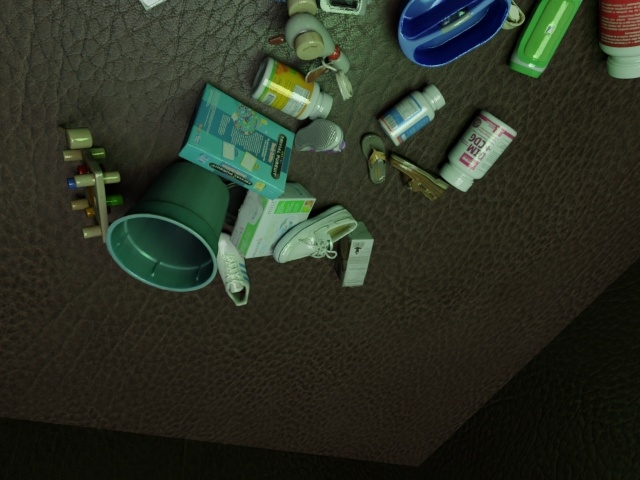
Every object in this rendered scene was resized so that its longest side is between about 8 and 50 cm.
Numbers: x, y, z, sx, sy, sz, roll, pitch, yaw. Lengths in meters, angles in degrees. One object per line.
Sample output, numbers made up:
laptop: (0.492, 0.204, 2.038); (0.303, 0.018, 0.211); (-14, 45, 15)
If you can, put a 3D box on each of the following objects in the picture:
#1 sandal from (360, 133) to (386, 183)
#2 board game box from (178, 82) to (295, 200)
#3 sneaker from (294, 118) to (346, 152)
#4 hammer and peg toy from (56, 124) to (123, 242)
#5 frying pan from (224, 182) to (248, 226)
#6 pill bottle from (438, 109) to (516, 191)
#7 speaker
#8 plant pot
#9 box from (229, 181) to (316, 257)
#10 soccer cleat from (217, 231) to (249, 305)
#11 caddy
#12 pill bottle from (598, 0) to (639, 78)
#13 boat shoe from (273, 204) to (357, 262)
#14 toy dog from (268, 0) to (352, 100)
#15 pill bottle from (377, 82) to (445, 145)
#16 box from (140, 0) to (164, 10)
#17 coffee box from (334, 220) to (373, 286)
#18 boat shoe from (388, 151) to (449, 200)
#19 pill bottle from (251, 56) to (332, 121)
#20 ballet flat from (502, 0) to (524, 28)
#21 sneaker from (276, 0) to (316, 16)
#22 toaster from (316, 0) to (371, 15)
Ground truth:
sandal: (0.211, -0.304, 1.694); (0.090, 0.060, 0.219); (-15, 127, -4)
board game box: (-0.259, -0.314, 1.444); (0.336, 0.254, 0.079); (25, 146, -28)
sneaker: (0.038, -0.347, 1.504); (0.161, 0.282, 0.102); (2, 99, -27)
hammer and peg toy: (-0.724, -0.207, 1.409); (0.127, 0.266, 0.361); (-14, 129, -33)
frying pan: (-0.362, -0.152, 1.655); (0.326, 0.053, 0.197); (14, 119, -21)
pill bottle: (0.596, -0.339, 1.709); (0.160, 0.160, 0.283); (21, 117, -27)
speaker: (0.764, -0.719, 1.510); (0.131, 0.131, 0.296); (8, 122, -20)
plant pot: (-0.465, -0.065, 1.476); (0.341, 0.334, 0.341); (5, 134, 5)
box: (-0.181, -0.082, 1.656); (0.231, 0.127, 0.262); (-6, 132, -48)
soccer cleat: (-0.351, 0.120, 1.792); (0.116, 0.143, 0.331); (-16, 127, -4)
caddy: (0.399, -0.692, 1.360); (0.341, 0.179, 0.241); (-25, 129, 23)
pill bottle: (1.066, -0.774, 1.487); (0.229, 0.229, 0.408); (-24, 127, 3)
boat shoe: (0.000, 0.005, 1.704); (0.367, 0.156, 0.136); (-31, 148, -30)
toy dog: (-0.034, -0.569, 1.337); (0.161, 0.220, 0.333); (-12, 151, 22)
pill bottle: (0.326, -0.451, 1.583); (0.221, 0.124, 0.124); (-35, 126, 11)
box: (-0.468, -0.785, 1.159); (0.169, 0.087, 0.290); (-27, 126, 5)
coffee box: (0.137, 0.059, 1.882); (0.098, 0.141, 0.246); (-2, 126, -15)
boat shoe: (0.377, -0.241, 1.752); (0.307, 0.111, 0.104); (23, 114, -27)
pill bottle: (-0.089, -0.478, 1.445); (0.245, 0.136, 0.136); (19, 117, -26)
ballet flat: (0.579, -0.783, 1.443); (0.248, 0.086, 0.086); (29, 113, -29)
sneaker: (-0.099, -0.731, 1.307); (0.211, 0.080, 0.081); (40, 115, -21)
toaster: (0.063, -0.763, 1.302); (0.185, 0.110, 0.168); (0, 123, -15)
